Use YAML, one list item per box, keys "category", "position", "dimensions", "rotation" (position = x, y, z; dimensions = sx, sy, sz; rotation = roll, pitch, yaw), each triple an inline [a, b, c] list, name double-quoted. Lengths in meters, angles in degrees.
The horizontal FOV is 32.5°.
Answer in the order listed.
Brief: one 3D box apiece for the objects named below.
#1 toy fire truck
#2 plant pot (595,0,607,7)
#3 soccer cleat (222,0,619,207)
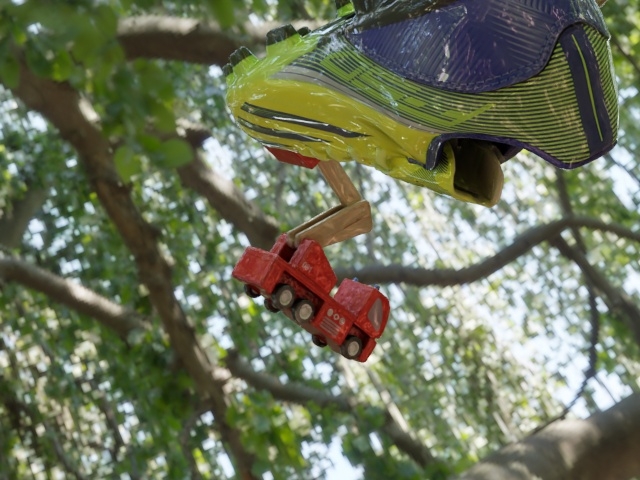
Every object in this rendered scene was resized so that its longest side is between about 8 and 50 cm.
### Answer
- category: "toy fire truck"
  position: [0.000, 0.000, 0.876]
  dimensions: [0.192, 0.047, 0.135]
  rotation: [39, -104, -36]
- category: "plant pot"
  position: [0.153, -0.306, 0.701]
  dimensions: [0.263, 0.229, 0.263]
  rotation: [-47, -9, -10]
- category: "soccer cleat"
  position: [0.033, -0.063, 0.531]
  dimensions: [0.093, 0.121, 0.289]
  rotation: [-31, 9, -21]
